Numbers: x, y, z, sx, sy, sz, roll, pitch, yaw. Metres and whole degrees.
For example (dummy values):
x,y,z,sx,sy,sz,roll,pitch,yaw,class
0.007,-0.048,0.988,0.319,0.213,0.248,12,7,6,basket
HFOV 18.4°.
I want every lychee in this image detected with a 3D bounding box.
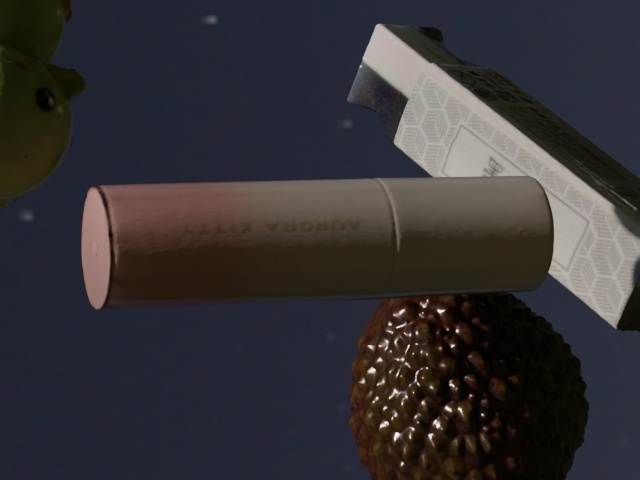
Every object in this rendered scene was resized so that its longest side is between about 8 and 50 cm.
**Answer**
x,y,z,sx,sy,sz,roll,pitch,yaw,class
0.136,0.148,1.869,0.271,0.236,0.236,63,-144,-33,lychee

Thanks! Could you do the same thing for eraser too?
x,y,z,sx,sy,sz,roll,pitch,yaw,class
0.184,-0.065,1.807,0.098,0.404,0.096,-1,-58,-41,eraser

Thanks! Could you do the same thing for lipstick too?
x,y,z,sx,sy,sz,roll,pitch,yaw,class
0.000,0.000,1.395,0.327,0.087,0.087,-2,-89,-19,lipstick

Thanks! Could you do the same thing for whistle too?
x,y,z,sx,sy,sz,roll,pitch,yaw,class
-0.220,-0.146,1.421,0.141,0.141,0.294,49,-126,-52,whistle
